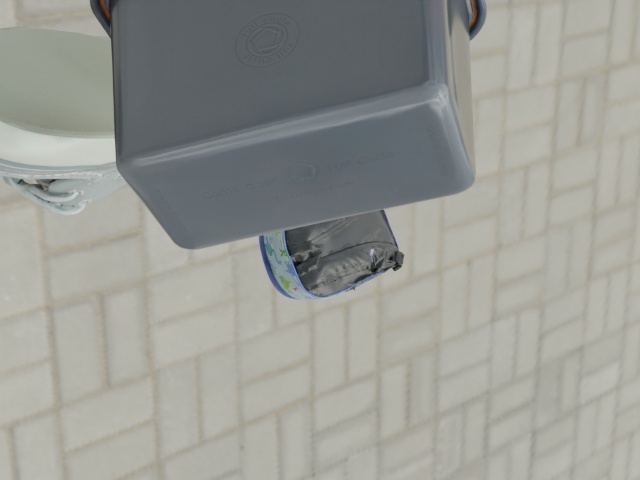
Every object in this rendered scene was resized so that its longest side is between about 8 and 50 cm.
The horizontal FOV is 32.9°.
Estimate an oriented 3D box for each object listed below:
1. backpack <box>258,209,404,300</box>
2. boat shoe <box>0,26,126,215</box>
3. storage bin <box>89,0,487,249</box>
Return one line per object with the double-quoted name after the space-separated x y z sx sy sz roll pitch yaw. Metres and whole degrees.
0.000 0.000 0.982 0.114 0.084 0.105 -28 104 -34 "backpack"
-0.108 -0.050 0.519 0.081 0.079 0.227 -56 173 20 "boat shoe"
-0.007 -0.052 0.371 0.098 0.135 0.091 61 22 -53 "storage bin"
